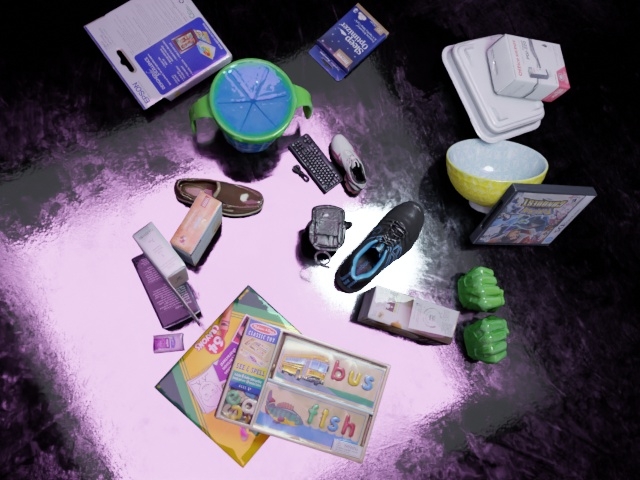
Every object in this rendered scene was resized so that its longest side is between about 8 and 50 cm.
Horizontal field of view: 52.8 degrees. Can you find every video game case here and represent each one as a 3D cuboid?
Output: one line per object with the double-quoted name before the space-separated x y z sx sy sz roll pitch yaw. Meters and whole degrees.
"video game case" 0.604 -0.069 1.844 0.274 0.248 0.035 1 55 -20

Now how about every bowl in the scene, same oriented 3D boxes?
"bowl" 0.505 -0.173 1.898 0.289 0.289 0.156 -4 124 -9

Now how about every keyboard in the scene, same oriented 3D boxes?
"keyboard" -0.025 -0.223 1.912 0.108 0.023 0.180 -37 86 -12

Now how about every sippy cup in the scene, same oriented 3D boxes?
"sippy cup" -0.194 -0.355 1.807 0.305 0.224 0.240 26 77 -3

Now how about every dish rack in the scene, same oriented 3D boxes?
"dish rack" 0.545 -0.482 1.979 0.285 0.072 0.333 -20 82 -28

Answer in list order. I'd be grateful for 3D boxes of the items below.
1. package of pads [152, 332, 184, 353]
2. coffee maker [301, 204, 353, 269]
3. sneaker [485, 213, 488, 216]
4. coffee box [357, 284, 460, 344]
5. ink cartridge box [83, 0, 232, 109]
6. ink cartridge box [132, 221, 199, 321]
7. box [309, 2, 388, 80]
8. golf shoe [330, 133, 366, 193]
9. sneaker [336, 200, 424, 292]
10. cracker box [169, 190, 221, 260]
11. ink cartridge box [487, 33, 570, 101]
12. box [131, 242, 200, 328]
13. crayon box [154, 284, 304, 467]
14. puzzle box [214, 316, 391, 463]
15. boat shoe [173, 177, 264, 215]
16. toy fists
"package of pads" -0.415 0.280 1.761 0.083 0.032 0.050 -4 78 -9
"coffee maker" 0.000 0.000 1.796 0.120 0.178 0.171 27 75 -1
"sneaker" 0.522 -0.073 1.943 0.042 0.067 0.118 16 78 -5
"coffee box" 0.245 0.214 1.815 0.246 0.141 0.098 18 78 -4
"ink cartridge box" -0.470 -0.572 1.887 0.307 0.072 0.304 -36 88 -10
"ink cartridge box" -0.339 0.088 1.526 0.060 0.275 0.239 -39 89 -14
"box" 0.087 -0.612 1.991 0.136 0.036 0.225 44 78 1
"golf shoe" 0.091 -0.234 1.896 0.067 0.086 0.186 -22 83 -22
"sneaker" 0.190 0.015 1.842 0.125 0.139 0.341 41 76 2
"cracker box" -0.328 -0.027 1.725 0.067 0.232 0.156 30 77 -3
"ink cartridge box" 0.622 -0.515 1.932 0.217 0.092 0.159 0 72 -23
"box" -0.409 0.128 1.727 0.108 0.153 0.207 -26 86 -12
"crayon box" -0.203 0.360 1.740 0.313 0.106 0.363 42 77 0
"puzzle box" -0.040 0.390 1.686 0.408 0.052 0.272 19 78 -9
"boat shoe" -0.286 -0.126 1.818 0.257 0.095 0.095 6 79 -7
"toy fists" 0.472 0.214 1.848 0.096 0.142 0.279 -3 81 -9
